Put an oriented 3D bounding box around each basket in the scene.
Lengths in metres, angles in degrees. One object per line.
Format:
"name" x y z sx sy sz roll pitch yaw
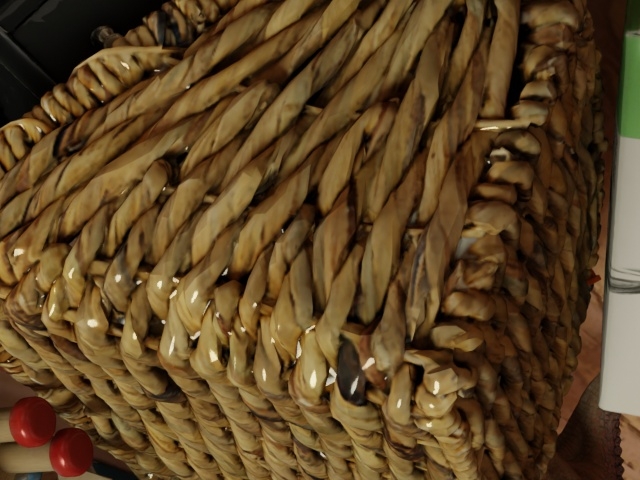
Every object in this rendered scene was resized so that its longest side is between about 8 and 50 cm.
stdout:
"basket" 0.000 0.000 0.571 0.299 0.223 0.213 62 44 -62

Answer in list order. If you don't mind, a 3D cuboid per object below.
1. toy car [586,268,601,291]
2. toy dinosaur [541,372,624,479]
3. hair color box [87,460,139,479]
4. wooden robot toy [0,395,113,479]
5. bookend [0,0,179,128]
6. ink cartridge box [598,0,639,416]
"toy car" 0.162 0.012 0.791 0.122 0.060 0.040 -18 86 -41
"toy dinosaur" 0.096 0.172 0.737 0.295 0.200 0.127 -22 130 -17
"hair color box" -0.164 0.313 0.694 0.105 0.174 0.347 30 103 -42
"wooden robot toy" -0.152 0.101 0.534 0.173 0.076 0.079 48 51 -38
"bookend" -0.133 -0.095 0.495 0.157 0.072 0.156 -42 133 0
"ink cartridge box" 0.193 -0.038 0.636 0.092 0.160 0.219 5 127 13
